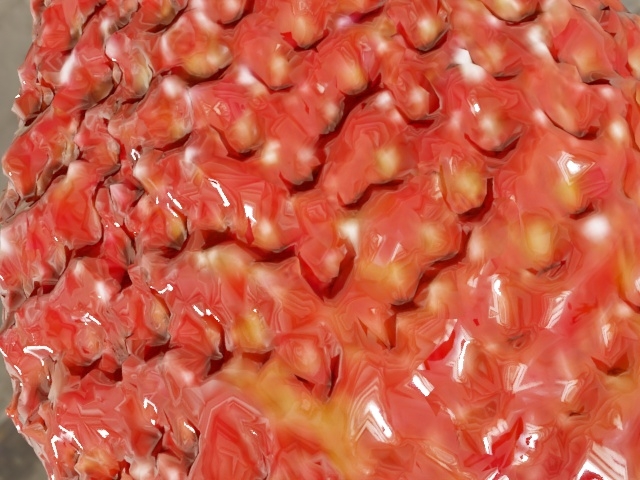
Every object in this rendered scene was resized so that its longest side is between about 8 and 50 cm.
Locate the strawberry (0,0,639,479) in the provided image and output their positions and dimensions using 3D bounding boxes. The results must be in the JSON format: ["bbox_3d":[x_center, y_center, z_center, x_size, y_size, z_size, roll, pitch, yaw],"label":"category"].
[{"bbox_3d":[0.000,0.000,0.684,0.267,0.351,0.312,-21,-10,-24],"label":"strawberry"}]
